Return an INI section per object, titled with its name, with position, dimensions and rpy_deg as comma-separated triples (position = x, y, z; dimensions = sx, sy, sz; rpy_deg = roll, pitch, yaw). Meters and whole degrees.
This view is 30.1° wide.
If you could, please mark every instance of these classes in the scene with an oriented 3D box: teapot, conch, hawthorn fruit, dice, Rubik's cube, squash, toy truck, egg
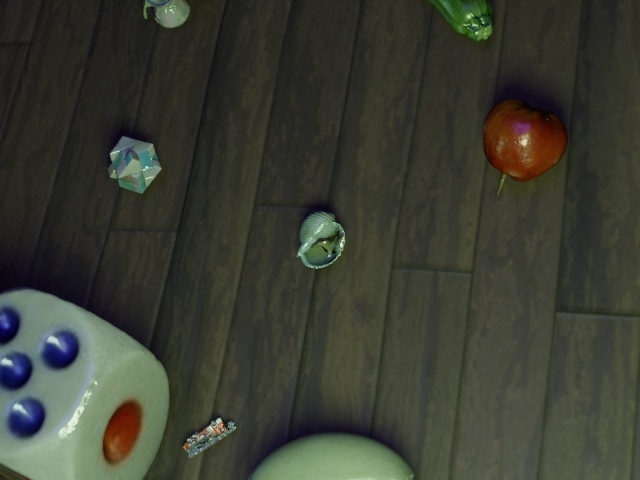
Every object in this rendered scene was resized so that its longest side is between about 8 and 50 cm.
[teapot]
position = -0.273, -0.406, 2.060
dimensions = 0.083, 0.064, 0.064
rpy_deg = -9, 64, 12
[conch]
position = 0.001, -0.001, 1.807
dimensions = 0.076, 0.056, 0.085
rpy_deg = 34, 99, 7
[hawthorn fruit]
position = 0.293, -0.144, 1.749
dimensions = 0.140, 0.125, 0.125
rpy_deg = -45, 63, -8
[dice]
position = -0.381, 0.231, 1.700
dimensions = 0.251, 0.259, 0.243
rpy_deg = 19, 72, 23
[Rubik's cube]
position = -0.303, -0.119, 1.932
dimensions = 0.084, 0.075, 0.073
rpy_deg = 7, 49, 34
[squash]
position = 0.204, -0.400, 1.917
dimensions = 0.077, 0.068, 0.219
rpy_deg = -33, 61, -10
[toy truck]
position = -0.164, 0.285, 1.743
dimensions = 0.083, 0.024, 0.032
rpy_deg = -35, 84, 1
[egg]
position = 0.020, 0.340, 1.574
dimensions = 0.217, 0.183, 0.183
rpy_deg = -22, 62, 16
